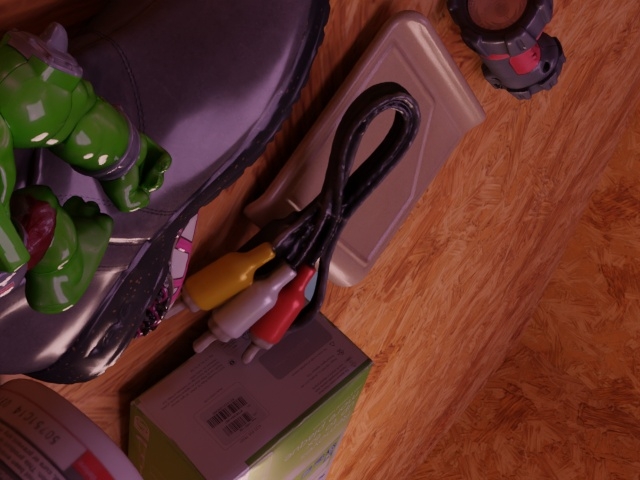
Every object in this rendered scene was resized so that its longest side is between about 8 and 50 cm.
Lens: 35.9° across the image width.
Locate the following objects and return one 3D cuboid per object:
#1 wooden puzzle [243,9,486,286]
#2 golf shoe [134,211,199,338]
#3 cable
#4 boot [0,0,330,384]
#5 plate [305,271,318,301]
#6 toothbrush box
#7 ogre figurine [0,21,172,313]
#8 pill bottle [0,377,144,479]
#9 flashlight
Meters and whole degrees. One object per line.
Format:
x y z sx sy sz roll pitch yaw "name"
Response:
0.047 -0.081 0.959 0.239 0.044 0.221 -51 147 0 "wooden puzzle"
-0.116 -0.004 0.691 0.186 0.067 0.086 -62 -179 40 "golf shoe"
0.000 0.000 0.853 0.287 0.072 0.139 -42 128 19 "cable"
-0.129 -0.075 0.490 0.222 0.118 0.338 25 91 -61 "boot"
-0.046 0.060 1.043 0.188 0.024 0.188 -46 159 -24 "plate"
-0.081 0.211 1.007 0.206 0.122 0.283 -35 158 -33 "toothbrush box"
-0.140 -0.007 0.381 0.197 0.097 0.118 -25 146 -19 "ogre figurine"
-0.250 0.234 0.618 0.283 0.161 0.161 -42 157 -34 "pill bottle"
0.221 -0.228 1.101 0.103 0.103 0.304 -61 160 8 "flashlight"
